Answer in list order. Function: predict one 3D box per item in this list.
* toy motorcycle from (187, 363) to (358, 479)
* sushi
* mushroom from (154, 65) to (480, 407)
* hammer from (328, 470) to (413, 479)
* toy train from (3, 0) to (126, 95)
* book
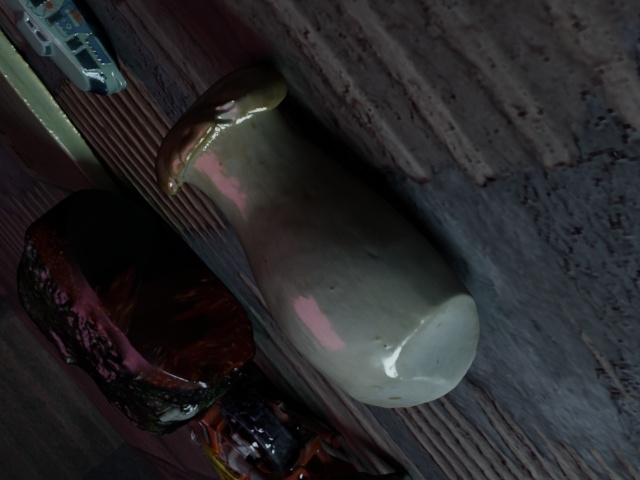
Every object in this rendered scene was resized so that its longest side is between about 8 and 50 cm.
[{"bbox_3d":[-0.061,0.210,1.180,0.171,0.089,0.298,49,161,-6],"label":"toy motorcycle"},{"bbox_3d":[-0.170,0.063,1.045,0.225,0.136,0.126,47,140,5],"label":"sushi"},{"bbox_3d":[-0.001,0.001,0.628,0.212,0.088,0.097,54,152,3],"label":"mushroom"},{"bbox_3d":[0.097,0.331,1.096,0.111,0.043,0.365,-14,133,24],"label":"hammer"},{"bbox_3d":[-0.202,-0.180,0.781,0.207,0.047,0.043,55,162,-16],"label":"toy train"},{"bbox_3d":[-0.306,-0.127,1.155,0.215,0.025,0.283,55,161,-26],"label":"book"}]
